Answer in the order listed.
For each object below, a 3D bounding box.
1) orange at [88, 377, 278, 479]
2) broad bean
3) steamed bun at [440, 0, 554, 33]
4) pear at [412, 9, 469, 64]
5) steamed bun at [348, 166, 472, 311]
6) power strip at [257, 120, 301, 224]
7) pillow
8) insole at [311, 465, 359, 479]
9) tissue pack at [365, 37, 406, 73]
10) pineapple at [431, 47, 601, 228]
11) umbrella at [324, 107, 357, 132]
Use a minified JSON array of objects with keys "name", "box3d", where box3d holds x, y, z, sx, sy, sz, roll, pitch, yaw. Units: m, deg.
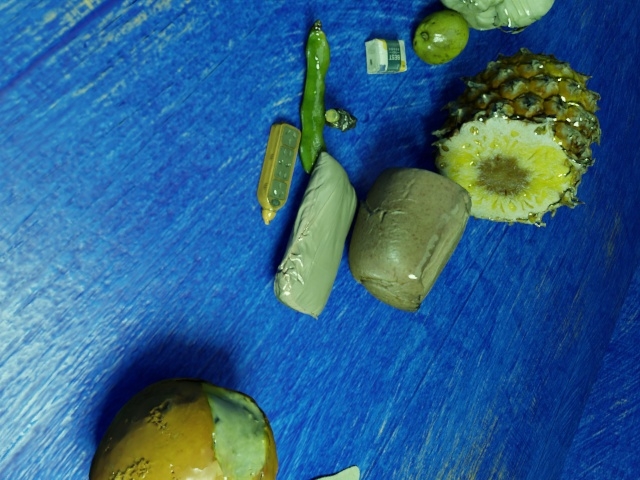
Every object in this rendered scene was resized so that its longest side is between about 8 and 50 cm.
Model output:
[{"name":"orange","box3d":[-0.173,0.296,0.579,0.240,0.240,0.240,-8,102,-40]},{"name":"broad bean","box3d":[-0.009,-0.239,0.760,0.052,0.053,0.256,2,102,-10]},{"name":"steamed bun","box3d":[0.373,-0.604,0.932,0.267,0.207,0.280,-1,125,-10]},{"name":"pear","box3d":[0.253,-0.426,0.923,0.131,0.107,0.107,-26,113,-40]},{"name":"steamed bun","box3d":[0.150,-0.010,0.834,0.252,0.199,0.301,-60,163,-4]},{"name":"power strip","box3d":[-0.072,-0.114,0.741,0.049,0.028,0.178,13,89,-42]},{"name":"pillow","box3d":[0.000,0.000,0.787,0.173,0.067,0.270,33,74,-58]},{"name":"insole","box3d":[0.015,0.524,0.932,0.192,0.010,0.063,5,94,-41]},{"name":"tissue pack","box3d":[0.130,-0.364,0.869,0.083,0.042,0.062,-18,106,-39]},{"name":"pineapple","box3d":[0.429,-0.226,0.968,0.300,0.352,0.352,-53,127,-31]},{"name":"umbrella","box3d":[0.036,-0.211,0.771,0.037,0.040,0.144,-54,174,18]}]
